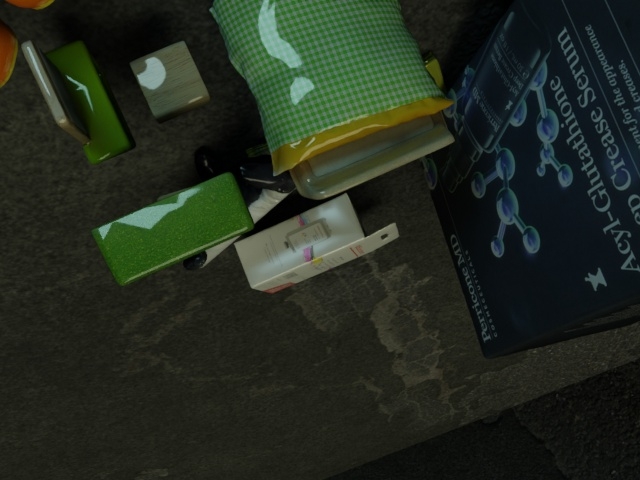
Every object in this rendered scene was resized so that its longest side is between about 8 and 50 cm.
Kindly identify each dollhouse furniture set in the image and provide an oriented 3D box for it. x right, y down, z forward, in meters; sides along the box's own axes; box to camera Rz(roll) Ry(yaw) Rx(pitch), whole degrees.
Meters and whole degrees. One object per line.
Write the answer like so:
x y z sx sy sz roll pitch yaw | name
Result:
-0.042 -0.119 0.501 0.302 0.197 0.151 -24 -178 -6 | dollhouse furniture set

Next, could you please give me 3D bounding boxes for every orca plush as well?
-0.113 -0.051 0.712 0.151 0.102 0.287 -42 -175 -18 | orca plush

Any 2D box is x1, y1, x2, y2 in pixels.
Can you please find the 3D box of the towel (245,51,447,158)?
0.036 -0.131 0.763 0.237 0.021 0.102 -27 153 9 | towel

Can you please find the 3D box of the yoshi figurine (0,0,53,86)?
-0.345 -0.209 0.347 0.203 0.203 0.362 8 -177 36 | yoshi figurine

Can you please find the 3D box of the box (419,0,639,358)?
0.290 -0.081 0.636 0.212 0.293 0.395 -10 161 -17 | box

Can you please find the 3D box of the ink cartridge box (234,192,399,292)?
0.000 0.000 0.861 0.198 0.067 0.115 -23 169 5 | ink cartridge box
